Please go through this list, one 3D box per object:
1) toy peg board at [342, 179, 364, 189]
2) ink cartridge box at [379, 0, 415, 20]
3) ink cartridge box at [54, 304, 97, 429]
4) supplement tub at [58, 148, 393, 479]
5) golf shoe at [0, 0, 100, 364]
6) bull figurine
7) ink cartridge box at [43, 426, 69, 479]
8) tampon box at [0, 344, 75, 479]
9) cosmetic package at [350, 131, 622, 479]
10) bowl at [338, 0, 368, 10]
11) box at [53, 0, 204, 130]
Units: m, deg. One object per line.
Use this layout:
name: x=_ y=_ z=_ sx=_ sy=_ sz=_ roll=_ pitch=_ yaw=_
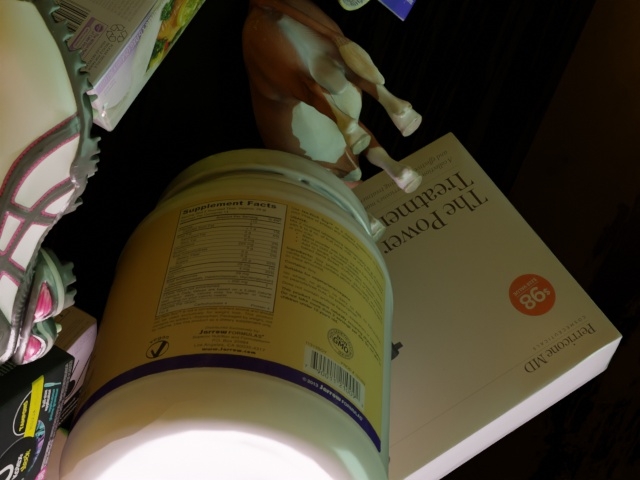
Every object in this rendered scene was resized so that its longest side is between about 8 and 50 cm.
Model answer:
toy peg board: x=0.000 y=0.000 z=1.457 sx=0.160 sy=0.161 sz=0.079 roll=-62 pitch=-179 yaw=2
ink cartridge box: x=0.138 y=-0.349 z=1.480 sx=0.208 sy=0.045 sz=0.206 roll=-62 pitch=167 yaw=8
ink cartridge box: x=-0.254 y=0.146 z=1.024 sx=0.207 sy=0.046 sz=0.097 roll=-50 pitch=161 yaw=-39
supplement tub: x=-0.062 y=0.100 z=1.047 sx=0.331 sy=0.241 sz=0.241 roll=-85 pitch=-169 yaw=-53
golf shoe: x=-0.202 y=-0.028 z=0.750 sx=0.120 sy=0.105 sz=0.273 roll=-21 pitch=133 yaw=-42
bull figurine: x=0.003 y=-0.109 z=1.212 sx=0.101 sy=0.188 sz=0.310 roll=-45 pitch=158 yaw=-9
ink cartridge box: x=-0.234 y=0.293 z=1.190 sx=0.198 sy=0.115 sz=0.273 roll=-49 pitch=165 yaw=-8
tampon box: x=-0.257 y=0.130 z=0.855 sx=0.161 sy=0.101 sz=0.120 roll=-40 pitch=155 yaw=-56
cosmetic package: x=0.058 y=0.099 z=1.291 sx=0.377 sy=0.284 sz=0.097 roll=-31 pitch=158 yaw=-15
bowl: x=0.026 y=-0.289 z=1.107 sx=0.170 sy=0.080 sz=0.170 roll=-57 pitch=166 yaw=-22
box: x=-0.082 y=-0.222 z=0.875 sx=0.324 sy=0.067 sz=0.063 roll=-58 pitch=167 yaw=-17
